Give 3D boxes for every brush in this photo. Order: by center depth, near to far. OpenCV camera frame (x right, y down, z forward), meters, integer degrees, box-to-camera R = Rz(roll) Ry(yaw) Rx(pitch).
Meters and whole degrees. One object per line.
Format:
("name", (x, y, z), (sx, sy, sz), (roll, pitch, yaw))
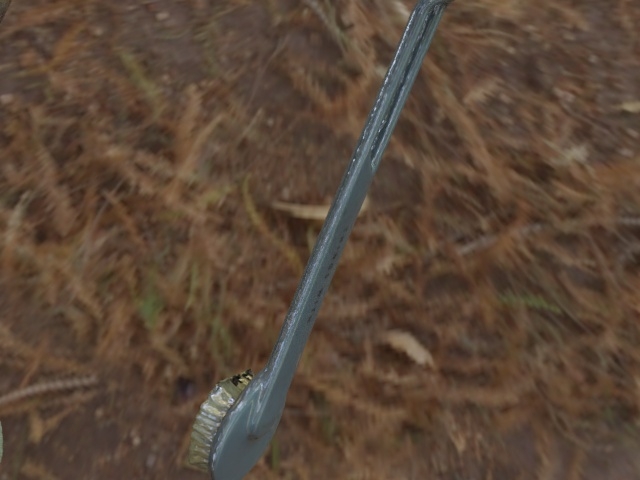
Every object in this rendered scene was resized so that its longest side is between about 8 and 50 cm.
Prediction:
("brush", (0.000, 0.000, 0.774), (0.027, 0.062, 0.266), (31, 111, 19))

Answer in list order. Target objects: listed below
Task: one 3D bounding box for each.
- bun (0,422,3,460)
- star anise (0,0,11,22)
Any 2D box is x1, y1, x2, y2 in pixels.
("bun", (-0.348, 0.117, 1.030), (0.293, 0.293, 0.187), (32, 86, -5))
("star anise", (-0.139, -0.176, 0.624), (0.231, 0.089, 0.209), (-16, 80, 4))
